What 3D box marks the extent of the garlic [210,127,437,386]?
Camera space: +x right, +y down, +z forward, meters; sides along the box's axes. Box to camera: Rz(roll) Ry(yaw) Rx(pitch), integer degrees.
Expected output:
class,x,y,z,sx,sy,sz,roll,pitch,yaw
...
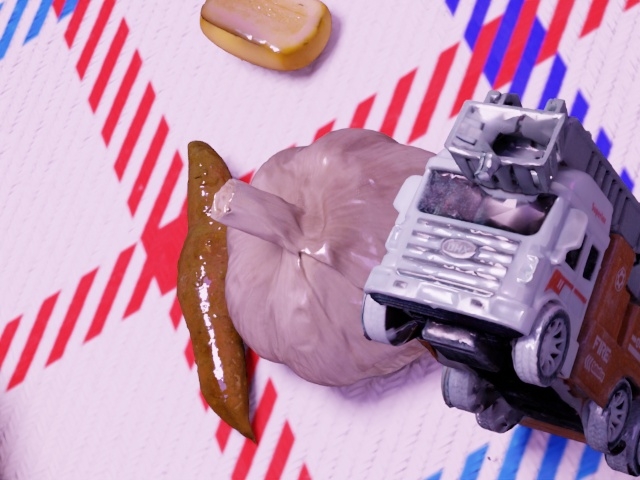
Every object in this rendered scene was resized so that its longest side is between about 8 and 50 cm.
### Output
class,x,y,z,sx,sy,sz,roll,pitch,yaw
garlic,0.000,0.000,1.378,0.218,0.212,0.219,-12,65,28

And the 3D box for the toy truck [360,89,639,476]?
class,x,y,z,sx,sy,sz,roll,pitch,yaw
toy truck,0.149,0.025,1.209,0.133,0.338,0.184,13,74,31

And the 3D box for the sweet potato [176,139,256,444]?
class,x,y,z,sx,sy,sz,roll,pitch,yaw
sweet potato,-0.086,0.038,1.495,0.067,0.067,0.274,-15,67,21

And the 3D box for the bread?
class,x,y,z,sx,sy,sz,roll,pitch,yaw
bread,-0.048,-0.186,1.578,0.115,0.056,0.082,23,61,21
